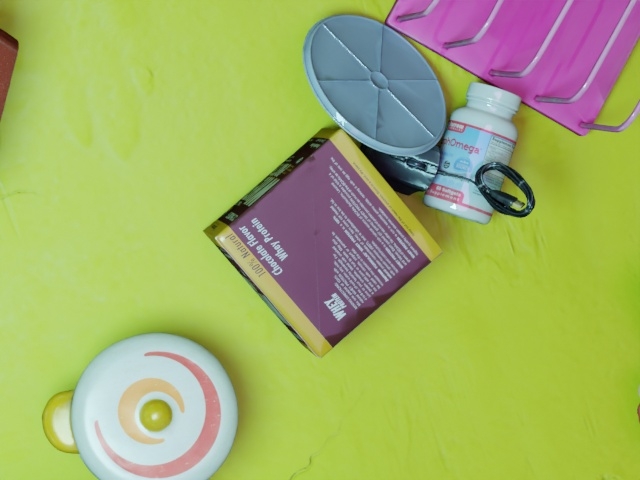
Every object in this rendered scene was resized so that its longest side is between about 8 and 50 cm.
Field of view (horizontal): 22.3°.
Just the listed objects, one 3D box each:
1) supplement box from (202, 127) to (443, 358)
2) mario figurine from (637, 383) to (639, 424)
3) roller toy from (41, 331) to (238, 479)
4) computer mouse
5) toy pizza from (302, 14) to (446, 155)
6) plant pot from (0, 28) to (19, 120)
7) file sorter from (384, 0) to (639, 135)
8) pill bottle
[{"bbox_3d":[0.000,0.000,1.920,0.194,0.129,0.191,-41,100,-5],"label":"supplement box"},{"bbox_3d":[0.493,0.132,1.998,0.198,0.170,0.320,11,84,23],"label":"mario figurine"},{"bbox_3d":[-0.195,0.201,1.878,0.209,0.146,0.191,36,79,-3],"label":"roller toy"},{"bbox_3d":[0.144,-0.079,1.913,0.242,0.041,0.071,18,90,31],"label":"computer mouse"},{"bbox_3d":[0.061,-0.180,1.918,0.201,0.032,0.201,20,49,-25],"label":"toy pizza"},{"bbox_3d":[-0.477,-0.163,1.767,0.236,0.267,0.267,14,92,-24],"label":"plant pot"},{"bbox_3d":[0.265,-0.278,1.920,0.291,0.182,0.202,28,89,-12],"label":"file sorter"},{"bbox_3d":[0.188,-0.106,1.968,0.087,0.087,0.160,18,91,-11],"label":"pill bottle"}]
